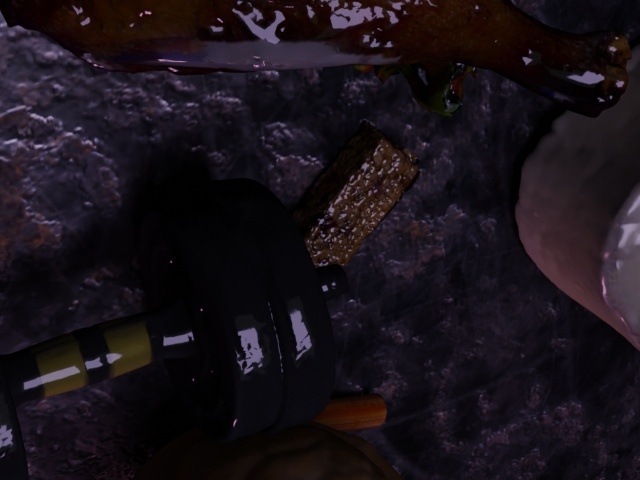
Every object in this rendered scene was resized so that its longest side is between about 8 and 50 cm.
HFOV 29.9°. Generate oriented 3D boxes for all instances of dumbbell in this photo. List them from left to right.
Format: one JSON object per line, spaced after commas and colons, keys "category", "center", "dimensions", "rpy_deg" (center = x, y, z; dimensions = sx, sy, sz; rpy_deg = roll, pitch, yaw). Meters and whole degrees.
{"category": "dumbbell", "center": [-0.153, 0.076, 0.790], "dimensions": [0.388, 0.185, 0.185], "rpy_deg": [-16, 127, -26]}

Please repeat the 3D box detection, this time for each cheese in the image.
{"category": "cheese", "center": [0.343, -0.038, 1.071], "dimensions": [0.332, 0.153, 0.292], "rpy_deg": [24, 104, -43]}

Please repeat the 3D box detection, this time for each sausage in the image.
{"category": "sausage", "center": [0.007, 0.155, 1.053], "dimensions": [0.107, 0.031, 0.031], "rpy_deg": [-3, 120, -33]}

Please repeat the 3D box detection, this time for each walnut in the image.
{"category": "walnut", "center": [-0.039, 0.272, 0.943], "dimensions": [0.285, 0.285, 0.296], "rpy_deg": [-40, 155, -6]}

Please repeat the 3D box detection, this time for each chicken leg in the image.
{"category": "chicken leg", "center": [0.013, -0.132, 0.707], "dimensions": [0.407, 0.096, 0.158], "rpy_deg": [6, 159, -13]}

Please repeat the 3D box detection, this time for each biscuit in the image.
{"category": "biscuit", "center": [0.000, 0.000, 0.944], "dimensions": [0.064, 0.034, 0.199], "rpy_deg": [33, 97, -43]}

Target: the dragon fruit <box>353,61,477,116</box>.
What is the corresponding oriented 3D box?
{"category": "dragon fruit", "center": [0.071, -0.171, 0.839], "dimensions": [0.138, 0.175, 0.142], "rpy_deg": [-32, 163, 0]}
